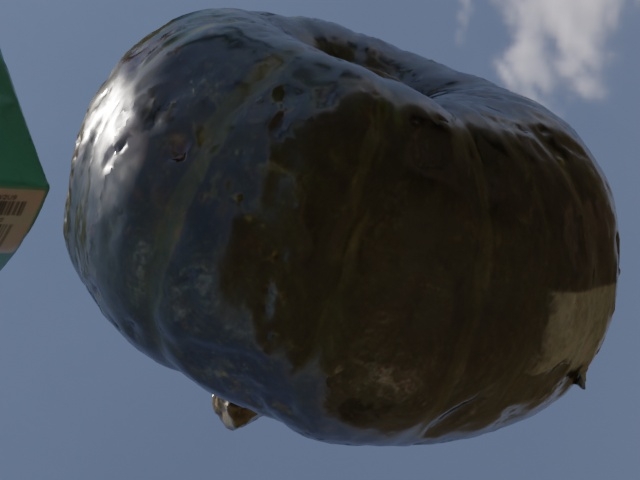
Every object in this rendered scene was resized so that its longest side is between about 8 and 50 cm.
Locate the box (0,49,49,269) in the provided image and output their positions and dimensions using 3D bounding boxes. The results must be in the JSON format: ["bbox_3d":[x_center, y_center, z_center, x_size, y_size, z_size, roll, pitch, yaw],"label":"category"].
[{"bbox_3d":[-0.343,-0.125,1.181,0.205,0.118,0.311,4,-130,-40],"label":"box"}]

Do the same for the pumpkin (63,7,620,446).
[{"bbox_3d":[-0.001,0.003,0.746,0.260,0.260,0.189,0,-68,-58],"label":"pumpkin"}]
